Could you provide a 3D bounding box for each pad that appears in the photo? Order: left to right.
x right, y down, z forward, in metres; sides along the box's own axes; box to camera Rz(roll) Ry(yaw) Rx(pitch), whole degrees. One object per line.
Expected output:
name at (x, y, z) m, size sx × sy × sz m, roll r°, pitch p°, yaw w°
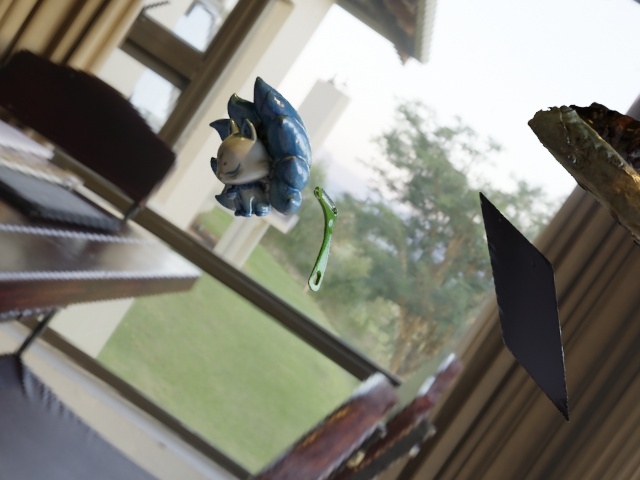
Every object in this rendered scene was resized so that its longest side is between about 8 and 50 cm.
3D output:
pad at (0.243, 0.080, 1.131) m, size 0.159 × 0.009 × 0.265 m, roll -123°, pitch -168°, yaw -50°

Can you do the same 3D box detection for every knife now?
knife at (0.002, -0.001, 1.452) m, size 0.022 × 0.166 × 0.078 m, roll -12°, pitch -38°, yaw 30°

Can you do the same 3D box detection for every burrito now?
burrito at (0.275, -0.068, 0.946) m, size 0.171 × 0.051 × 0.042 m, roll 50°, pitch -3°, yaw 20°

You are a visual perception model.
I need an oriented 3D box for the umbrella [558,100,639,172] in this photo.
umbrella at (0.443, -0.123, 1.299) m, size 0.326 × 0.090 × 0.094 m, roll 27°, pitch -31°, yaw 47°

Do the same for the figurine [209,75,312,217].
figurine at (-0.046, -0.072, 0.734) m, size 0.079 × 0.114 × 0.114 m, roll -10°, pitch 29°, yaw -31°
